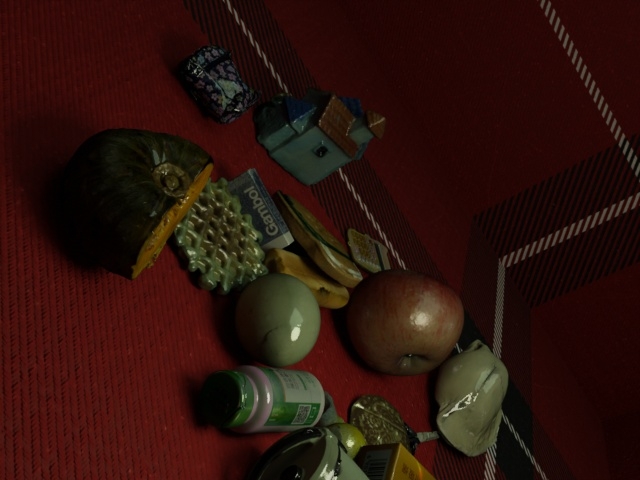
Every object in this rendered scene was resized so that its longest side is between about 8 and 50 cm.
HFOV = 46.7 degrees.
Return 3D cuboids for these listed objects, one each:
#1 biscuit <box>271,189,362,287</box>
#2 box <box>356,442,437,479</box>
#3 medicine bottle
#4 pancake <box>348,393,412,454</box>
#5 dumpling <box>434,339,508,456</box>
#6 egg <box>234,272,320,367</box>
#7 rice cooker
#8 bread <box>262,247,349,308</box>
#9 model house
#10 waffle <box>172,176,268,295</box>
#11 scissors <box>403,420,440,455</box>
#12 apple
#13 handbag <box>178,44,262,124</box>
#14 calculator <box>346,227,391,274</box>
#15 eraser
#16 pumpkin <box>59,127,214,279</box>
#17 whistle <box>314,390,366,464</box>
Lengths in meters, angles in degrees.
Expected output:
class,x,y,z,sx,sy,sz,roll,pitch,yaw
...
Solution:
class,x,y,z,sx,sy,sz,roll,pitch,yaw
biscuit,0.002,-0.001,1.985,0.343,0.057,0.287,51,10,36
box,0.141,0.664,1.511,0.264,0.116,0.415,50,43,-28
medicine bottle,-0.115,0.319,1.485,0.274,0.133,0.133,18,49,-56
pancake,0.161,0.514,1.903,0.250,0.031,0.250,36,39,-36
dumpling,0.494,0.515,2.342,0.315,0.233,0.395,58,39,-13
egg,-0.093,0.171,1.609,0.186,0.187,0.253,46,14,-30
rice cooker,-0.024,0.483,1.402,0.244,0.226,0.226,53,26,-21
bread,-0.042,0.105,1.894,0.305,0.091,0.142,20,31,-55
model house,0.019,-0.359,2.219,0.295,0.329,0.251,37,37,-45
waffle,-0.237,-0.013,1.688,0.291,0.056,0.309,62,26,2
scissors,0.281,0.562,2.113,0.300,0.022,0.109,17,52,-54
apple,0.231,0.234,2.032,0.345,0.345,0.269,36,56,-43
handbag,-0.271,-0.415,1.961,0.207,0.127,0.228,50,27,-8
calculator,0.154,0.045,2.406,0.237,0.033,0.157,28,41,-46
eraser,-0.157,-0.068,1.861,0.212,0.092,0.046,61,23,-4
pumpkin,-0.364,-0.084,1.392,0.232,0.242,0.325,29,33,0
whistle,0.032,0.439,1.682,0.123,0.123,0.223,36,19,-43
